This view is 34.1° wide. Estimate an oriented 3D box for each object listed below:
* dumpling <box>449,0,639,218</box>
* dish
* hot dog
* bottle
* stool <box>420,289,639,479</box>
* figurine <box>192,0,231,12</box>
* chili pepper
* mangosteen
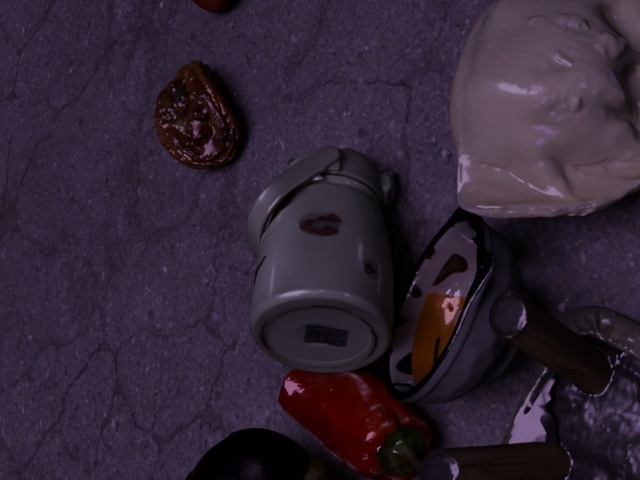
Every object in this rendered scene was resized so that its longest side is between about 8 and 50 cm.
[{"bbox_3d":[0.335,-0.198,1.388,0.315,0.233,0.395,9,72,11],"label":"dumpling"},{"bbox_3d":[0.200,0.103,1.423,0.303,0.120,0.303,-61,14,26],"label":"dish"},{"bbox_3d":[-0.228,-0.232,1.933,0.160,0.099,0.227,-52,55,22],"label":"hot dog"},{"bbox_3d":[0.000,0.000,1.571,0.229,0.229,0.351,-29,43,35],"label":"bottle"},{"bbox_3d":[0.320,0.247,1.257,0.310,0.226,0.310,28,100,43],"label":"stool"},{"bbox_3d":[-0.176,-0.581,1.878,0.270,0.211,0.261,-6,77,40],"label":"figurine"},{"bbox_3d":[0.090,0.284,1.515,0.338,0.134,0.131,28,143,45],"label":"chili pepper"},{"bbox_3d":[-0.079,0.424,1.584,0.233,0.287,0.287,-172,94,-71],"label":"mangosteen"}]
